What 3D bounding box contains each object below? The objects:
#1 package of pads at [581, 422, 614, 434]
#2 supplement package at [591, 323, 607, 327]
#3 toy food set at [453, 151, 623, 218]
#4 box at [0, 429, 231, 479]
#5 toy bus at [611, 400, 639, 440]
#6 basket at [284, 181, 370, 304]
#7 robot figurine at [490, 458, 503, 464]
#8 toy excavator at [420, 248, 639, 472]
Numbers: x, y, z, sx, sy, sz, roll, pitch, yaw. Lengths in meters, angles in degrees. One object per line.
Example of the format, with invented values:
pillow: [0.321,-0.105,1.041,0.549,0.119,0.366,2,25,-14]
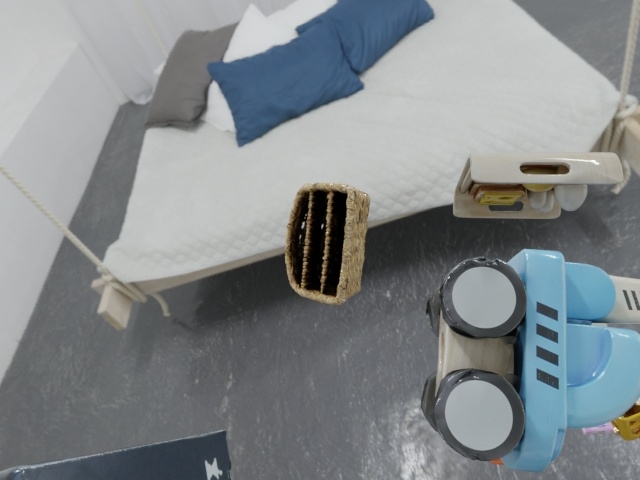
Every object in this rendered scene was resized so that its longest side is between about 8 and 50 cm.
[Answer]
package of pads: [0.787,0.527,1.359,0.083,0.032,0.050,-3,47,-3]
supplement package: [0.529,0.197,1.006,0.105,0.180,0.105,-14,7,-12]
toy food set: [0.370,-0.082,0.868,0.219,0.306,0.093,1,81,10]
box: [-0.260,0.345,0.345,0.395,0.212,0.294,-22,68,15]
toy bus: [0.964,0.572,1.489,0.104,0.191,0.202,-25,74,5]
basket: [0.000,0.000,1.243,0.213,0.223,0.300,7,94,16]
robot figurine: [0.373,0.409,1.045,0.158,0.219,0.128,-24,32,39]
toy excavator: [0.386,0.109,0.677,0.444,0.222,0.433,6,75,8]
